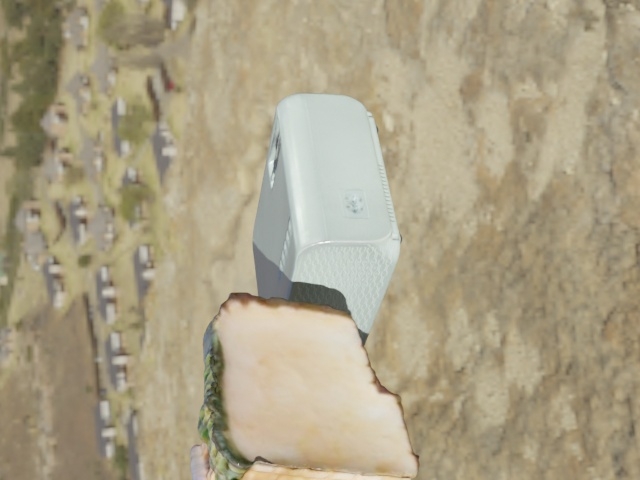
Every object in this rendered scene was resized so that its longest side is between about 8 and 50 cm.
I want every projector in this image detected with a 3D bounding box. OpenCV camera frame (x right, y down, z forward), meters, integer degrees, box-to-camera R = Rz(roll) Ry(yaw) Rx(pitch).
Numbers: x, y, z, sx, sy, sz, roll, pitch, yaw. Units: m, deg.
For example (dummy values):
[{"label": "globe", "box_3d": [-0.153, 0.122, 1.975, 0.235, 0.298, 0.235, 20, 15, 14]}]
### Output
[{"label": "projector", "box_3d": [0.000, 0.000, 1.147, 0.250, 0.108, 0.198, 104, 161, -50]}]

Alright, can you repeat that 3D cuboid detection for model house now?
[{"label": "model house", "box_3d": [-0.038, 0.168, 0.903, 0.183, 0.166, 0.172, -102, 28, -46]}]
